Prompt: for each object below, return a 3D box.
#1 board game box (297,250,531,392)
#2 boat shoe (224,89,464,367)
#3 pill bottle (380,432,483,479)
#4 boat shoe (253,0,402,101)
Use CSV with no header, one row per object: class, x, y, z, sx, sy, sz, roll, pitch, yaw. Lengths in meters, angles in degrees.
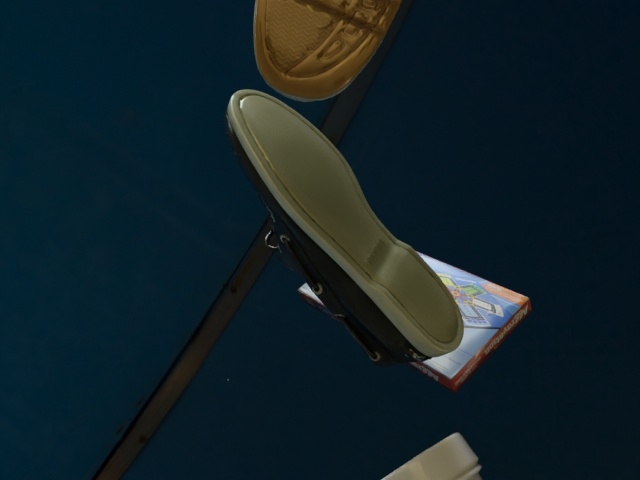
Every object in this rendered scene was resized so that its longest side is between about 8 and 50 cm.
board game box,0.108,0.076,0.784,0.145,0.281,0.027,-40,-52,-21
boat shoe,0.002,-0.001,0.643,0.340,0.113,0.127,46,-140,-5
pill bottle,0.175,0.371,0.587,0.188,0.188,0.333,-27,-114,-14
boat shoe,0.016,-0.217,0.466,0.098,0.096,0.276,18,-105,-7
